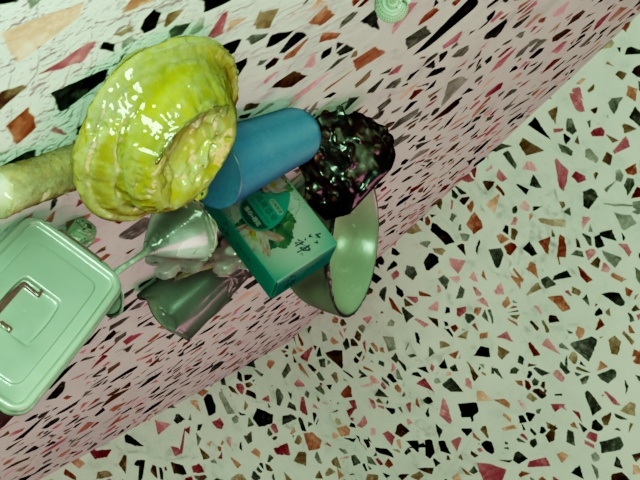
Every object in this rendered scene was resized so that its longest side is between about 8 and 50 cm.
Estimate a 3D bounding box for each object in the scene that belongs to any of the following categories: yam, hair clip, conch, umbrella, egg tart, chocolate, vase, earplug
[{"bbox_3d":[-0.319,-0.107,1.405,0.357,0.081,0.081,-26,166,-48],"label":"yam"},{"bbox_3d":[-0.231,0.040,2.026,0.257,0.075,0.146,-8,-162,16],"label":"hair clip"},{"bbox_3d":[0.118,-0.390,1.619,0.076,0.057,0.085,-54,-162,5],"label":"conch"},{"bbox_3d":[-0.426,0.023,1.668,0.143,0.062,0.067,-46,-161,17],"label":"umbrella"},{"bbox_3d":[-0.201,-0.137,1.356,0.290,0.115,0.290,-42,155,-24],"label":"egg tart"},{"bbox_3d":[0.014,-0.192,2.013,0.224,0.206,0.177,-46,125,1],"label":"chocolate"},{"bbox_3d":[-0.252,0.093,2.292,0.301,0.156,0.251,-41,153,-9],"label":"vase"},{"bbox_3d":[-0.101,-0.160,1.746,0.273,0.132,0.132,-30,168,-47],"label":"earplug"}]

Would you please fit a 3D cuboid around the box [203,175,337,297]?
[{"bbox_3d":[-0.102,-0.032,1.945,0.153,0.245,0.092,-33,165,-23],"label":"box"}]

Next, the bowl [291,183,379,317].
[{"bbox_3d":[0.000,0.000,2.378,0.185,0.353,0.354,5,-176,20],"label":"bowl"}]

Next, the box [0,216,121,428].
[{"bbox_3d":[-0.461,0.131,1.503,0.167,0.193,0.294,-41,-166,52],"label":"box"}]

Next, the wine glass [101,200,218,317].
[{"bbox_3d":[-0.299,0.022,1.676,0.232,0.156,0.156,-39,174,-44],"label":"wine glass"}]
